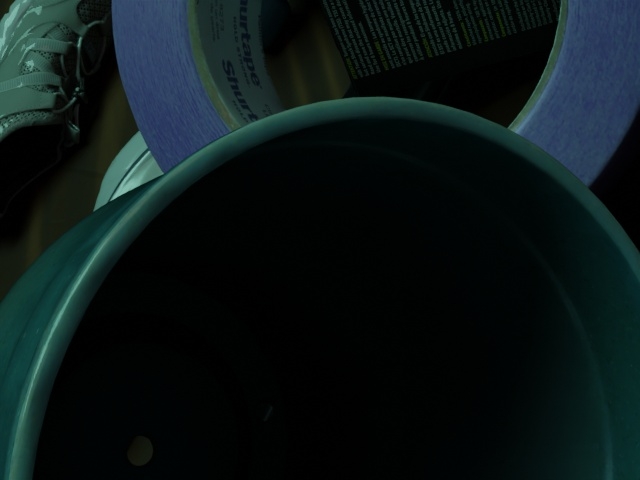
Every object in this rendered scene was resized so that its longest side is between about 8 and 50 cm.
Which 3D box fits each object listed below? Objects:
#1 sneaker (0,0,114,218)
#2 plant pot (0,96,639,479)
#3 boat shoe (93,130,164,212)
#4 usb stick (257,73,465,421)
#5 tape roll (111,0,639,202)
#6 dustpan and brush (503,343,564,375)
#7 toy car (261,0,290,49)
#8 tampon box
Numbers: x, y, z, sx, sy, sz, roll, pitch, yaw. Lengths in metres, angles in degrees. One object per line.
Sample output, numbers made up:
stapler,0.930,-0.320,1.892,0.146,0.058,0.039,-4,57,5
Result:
sneaker,-0.234,-0.116,1.261,0.115,0.105,0.281,23,68,26
plant pot,-0.034,0.091,0.604,0.271,0.272,0.255,-58,23,-18
boat shoe,-0.112,0.034,0.912,0.088,0.096,0.267,17,69,52
usb stick,0.000,0.000,0.859,0.077,0.045,0.278,7,59,44
tape roll,0.038,-0.116,0.734,0.275,0.274,0.090,-35,-9,19
dustpan and brush,0.165,0.035,0.586,0.211,0.060,0.147,-22,54,49
toy car,0.001,-0.242,1.005,0.238,0.210,0.219,30,89,46
tampon box,0.081,-0.172,0.854,0.161,0.101,0.120,-14,40,12
